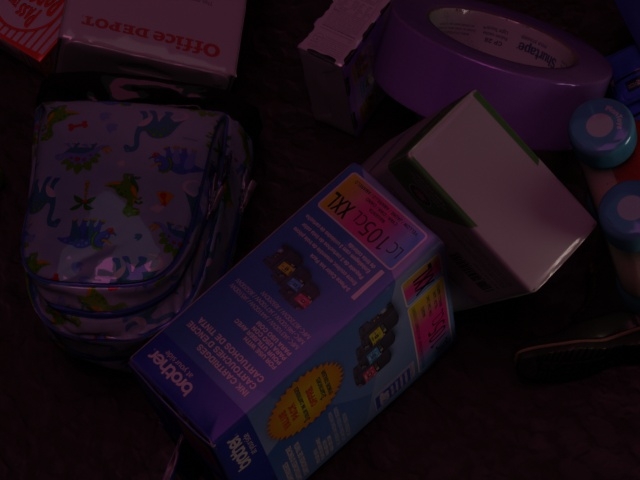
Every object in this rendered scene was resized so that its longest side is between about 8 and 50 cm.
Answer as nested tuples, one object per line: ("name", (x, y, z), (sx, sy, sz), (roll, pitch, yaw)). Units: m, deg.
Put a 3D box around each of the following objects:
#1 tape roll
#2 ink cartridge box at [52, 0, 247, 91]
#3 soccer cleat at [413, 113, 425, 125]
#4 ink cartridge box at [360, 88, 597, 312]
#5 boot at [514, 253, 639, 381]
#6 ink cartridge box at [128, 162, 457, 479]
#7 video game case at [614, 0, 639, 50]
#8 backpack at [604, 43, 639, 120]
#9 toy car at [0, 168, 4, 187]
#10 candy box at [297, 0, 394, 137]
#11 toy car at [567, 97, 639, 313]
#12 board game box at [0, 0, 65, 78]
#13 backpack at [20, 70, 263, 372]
("tape roll", (0.205, -0.205, 1.941), (0.275, 0.090, 0.275), (14, 23, -6))
("ink cartridge box", (-0.208, -0.333, 2.088), (0.223, 0.129, 0.307), (12, 64, -10))
("soccer cleat", (0.169, -0.127, 2.015), (0.076, 0.068, 0.196), (-21, 71, -9))
("ink cartridge box", (0.153, -0.035, 1.821), (0.201, 0.278, 0.117), (47, 73, -6))
("boot", (0.308, 0.084, 1.897), (0.198, 0.077, 0.137), (-8, 58, -12))
("ink cartridge box", (-0.043, 0.142, 1.790), (0.395, 0.270, 0.151), (-40, 63, -13))
("video game case", (0.505, -0.238, 1.974), (0.244, 0.061, 0.269), (-7, 60, -27))
("backpack", (0.396, -0.176, 1.989), (0.098, 0.101, 0.120), (-28, 64, 21))
("toy car", (-0.506, -0.119, 2.014), (0.155, 0.188, 0.149), (39, 74, 22))
("candy box", (0.059, -0.256, 2.030), (0.070, 0.165, 0.196), (26, 68, 20))
("toy car", (0.416, -0.062, 1.786), (0.238, 0.219, 0.210), (-19, 62, 8))
("board game box", (-0.367, -0.330, 2.181), (0.147, 0.045, 0.193), (30, 71, 19))
("backpack", (-0.229, -0.023, 1.925), (0.290, 0.273, 0.355), (7, 77, 3))
